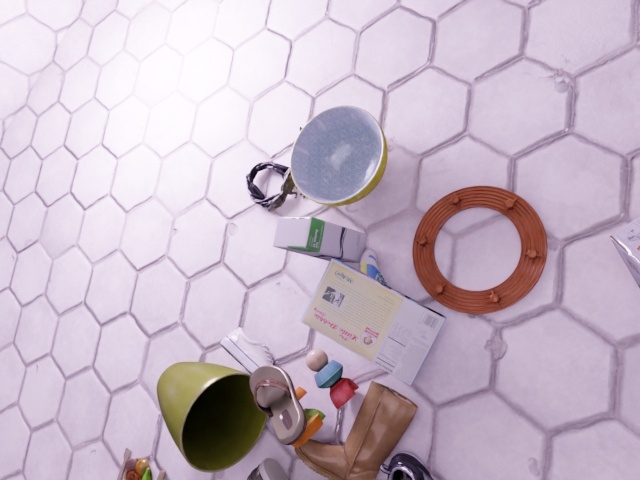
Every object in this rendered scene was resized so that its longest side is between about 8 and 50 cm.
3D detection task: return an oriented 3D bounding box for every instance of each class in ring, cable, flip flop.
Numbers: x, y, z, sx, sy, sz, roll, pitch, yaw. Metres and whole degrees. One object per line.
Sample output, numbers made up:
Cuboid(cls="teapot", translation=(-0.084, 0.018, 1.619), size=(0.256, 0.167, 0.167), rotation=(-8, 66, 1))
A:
Cuboid(cls="ring", translation=(0.393, 0.018, 1.298), size=(0.336, 0.032, 0.337), rotation=(-7, 74, 27))
Cuboid(cls="cable", translation=(-0.168, -0.181, 1.655), size=(0.184, 0.047, 0.151), rotation=(20, 92, 29))
Cuboid(cls="flip flop", translation=(-0.121, 0.396, 1.277), size=(0.112, 0.080, 0.277), rotation=(-51, 30, 3))

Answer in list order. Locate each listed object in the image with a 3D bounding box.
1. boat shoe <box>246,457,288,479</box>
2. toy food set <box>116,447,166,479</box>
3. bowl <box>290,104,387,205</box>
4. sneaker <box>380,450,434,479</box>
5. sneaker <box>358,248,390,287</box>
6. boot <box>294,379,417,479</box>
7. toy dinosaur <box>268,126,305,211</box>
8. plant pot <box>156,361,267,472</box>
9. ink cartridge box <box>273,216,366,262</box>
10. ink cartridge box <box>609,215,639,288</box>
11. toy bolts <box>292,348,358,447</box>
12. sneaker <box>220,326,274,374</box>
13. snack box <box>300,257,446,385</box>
Cuboid(cls="boat shoe", translation=(-0.102, 0.733, 1.339), size=(0.091, 0.109, 0.305), rotation=(-43, 55, 13))
Cuboid(cls="toy food set", translation=(-0.589, 0.758, 1.634), size=(0.191, 0.038, 0.133), rotation=(12, 83, 31))
Cuboid(cls="bowl", translation=(0.074, -0.221, 1.462), size=(0.289, 0.156, 0.290), rotation=(-7, 74, 27))
Cuboid(cls="sneaker", translation=(0.247, 0.594, 1.154), size=(0.268, 0.153, 0.101), rotation=(34, 95, 31))
Cuboid(cls="sneaker", translation=(0.164, 0.144, 1.368), size=(0.126, 0.091, 0.241), rotation=(2, 85, 17))
Cuboid(cls="boot", translation=(0.088, 0.484, 1.314), size=(0.236, 0.089, 0.270), rotation=(26, 91, 19))
Cuboid(cls="toy dinosaur", translation=(-0.072, -0.197, 1.557), size=(0.064, 0.118, 0.269), rotation=(18, 85, 31))
Cuboid(cls="plant pot", translation=(-0.345, 0.466, 1.474), size=(0.293, 0.274, 0.275), rotation=(13, 83, 47))
Cuboid(cls="ink cartridge box", translation=(0.000, 0.000, 1.396), size=(0.153, 0.208, 0.087), rotation=(1, 79, 51))
Cuboid(cls="ink cartridge box", translation=(0.784, 0.011, 1.001), size=(0.309, 0.272, 0.130), rotation=(-38, 32, 15))
Cuboid(cls="toy bolts", translation=(-0.034, 0.396, 1.322), size=(0.228, 0.218, 0.158), rotation=(-41, 80, 0))
Cuboid(cls="sneaker", translation=(-0.180, 0.347, 1.491), size=(0.258, 0.094, 0.091), rotation=(38, 70, 20))
Cuboid(cls="snack box", translation=(0.130, 0.199, 1.293), size=(0.321, 0.060, 0.187), rotation=(28, 94, 15))
